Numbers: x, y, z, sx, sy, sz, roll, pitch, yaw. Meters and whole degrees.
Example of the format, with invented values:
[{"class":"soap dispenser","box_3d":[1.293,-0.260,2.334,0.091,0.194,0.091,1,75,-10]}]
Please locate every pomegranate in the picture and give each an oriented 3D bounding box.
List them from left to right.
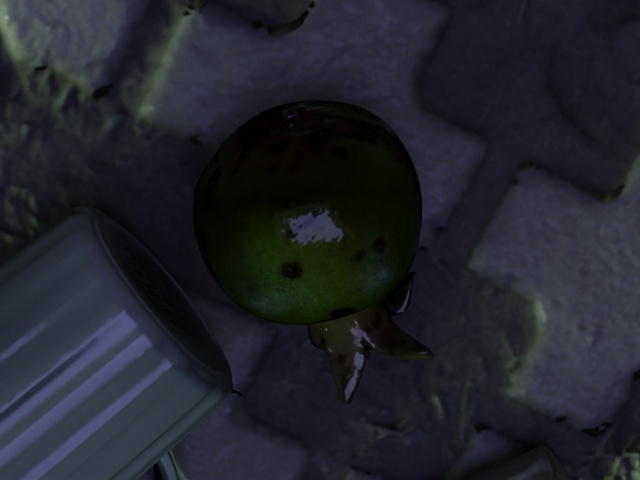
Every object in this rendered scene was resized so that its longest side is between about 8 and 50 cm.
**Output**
[{"class":"pomegranate","box_3d":[0.005,-0.006,0.974,0.148,0.148,0.169,-36,132,8]}]

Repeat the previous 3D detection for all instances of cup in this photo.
[{"class":"cup","box_3d":[-0.165,0.099,1.004,0.202,0.221,0.167,-39,73,6]}]

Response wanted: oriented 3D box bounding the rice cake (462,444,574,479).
[{"class":"rice cake","box_3d":[0.054,0.209,1.091,0.256,0.052,0.057,-24,112,4]}]
